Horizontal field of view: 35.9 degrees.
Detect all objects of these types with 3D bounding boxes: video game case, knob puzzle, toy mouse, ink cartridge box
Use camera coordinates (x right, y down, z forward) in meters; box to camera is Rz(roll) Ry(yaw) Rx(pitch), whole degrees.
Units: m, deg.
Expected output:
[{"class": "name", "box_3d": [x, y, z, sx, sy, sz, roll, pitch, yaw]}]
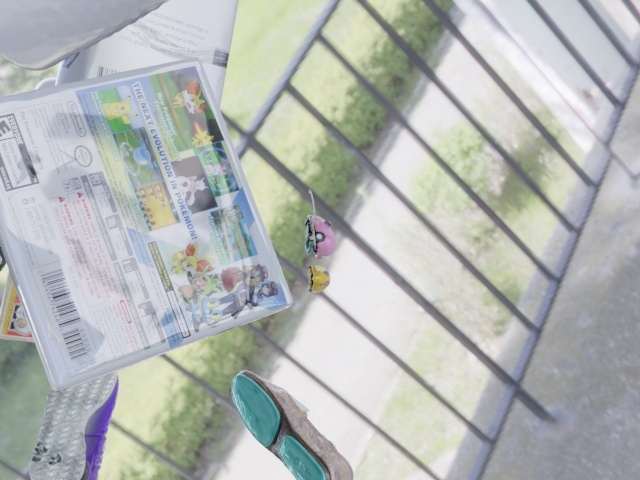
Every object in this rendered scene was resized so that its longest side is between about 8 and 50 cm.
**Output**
[{"class": "video game case", "box_3d": [-0.217, -0.031, 1.132, 0.300, 0.329, 0.036, -18, -6, -30]}, {"class": "knob puzzle", "box_3d": [-0.517, 0.120, 1.914, 0.213, 0.213, 0.030, -51, 36, -6]}, {"class": "toy mouse", "box_3d": [0.000, 0.000, 1.370, 0.161, 0.031, 0.143, 139, 130, -79]}, {"class": "ink cartridge box", "box_3d": [-0.266, -0.272, 1.491, 0.129, 0.223, 0.307, 4, 83, 56]}]

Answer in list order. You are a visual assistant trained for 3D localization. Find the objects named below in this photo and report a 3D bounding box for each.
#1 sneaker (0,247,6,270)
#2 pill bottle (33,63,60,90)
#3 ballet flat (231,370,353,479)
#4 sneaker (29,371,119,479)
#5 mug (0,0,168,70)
[{"class": "sneaker", "box_3d": [-0.661, 0.002, 1.324, 0.448, 0.257, 0.169, -19, 40, -19]}, {"class": "pill bottle", "box_3d": [-0.422, -0.138, 1.689, 0.224, 0.224, 0.392, 17, 81, 63]}, {"class": "ballet flat", "box_3d": [-0.050, 0.358, 1.829, 0.316, 0.106, 0.107, 47, 122, 35]}, {"class": "sneaker", "box_3d": [-0.400, 0.334, 1.617, 0.102, 0.146, 0.293, 4, 37, 5]}, {"class": "mug", "box_3d": [-0.274, -0.426, 1.103, 0.328, 0.374, 0.276, -25, 23, 13]}]
